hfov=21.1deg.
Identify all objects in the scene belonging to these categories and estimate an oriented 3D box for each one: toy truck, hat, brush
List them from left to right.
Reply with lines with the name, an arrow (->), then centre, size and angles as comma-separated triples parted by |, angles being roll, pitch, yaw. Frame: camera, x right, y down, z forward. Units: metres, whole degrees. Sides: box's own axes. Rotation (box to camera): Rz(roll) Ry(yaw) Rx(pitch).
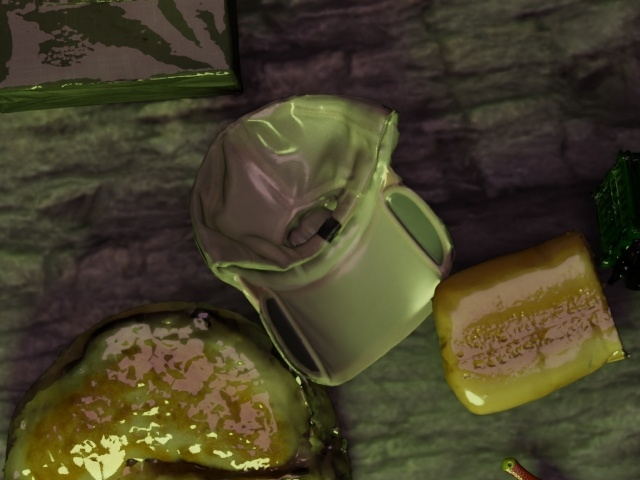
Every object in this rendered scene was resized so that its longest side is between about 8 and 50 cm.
hat -> 0.000, 0.000, 1.558 | 0.219, 0.164, 0.226 | -37, 127, -14
brush -> 0.199, 0.226, 1.571 | 0.083, 0.021, 0.019 | 39, 90, -4
toy truck -> 0.379, -0.002, 1.517 | 0.259, 0.088, 0.121 | 3, 63, -13

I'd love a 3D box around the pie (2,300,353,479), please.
pie -> -0.124, 0.221, 1.549 | 0.339, 0.077, 0.339 | 0, 95, -1

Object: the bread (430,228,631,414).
bread -> 0.185, 0.074, 1.545 | 0.173, 0.085, 0.134 | -18, 92, -2

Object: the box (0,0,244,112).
box -> -0.191, -0.202, 1.526 | 0.231, 0.155, 0.149 | -5, 88, -1
